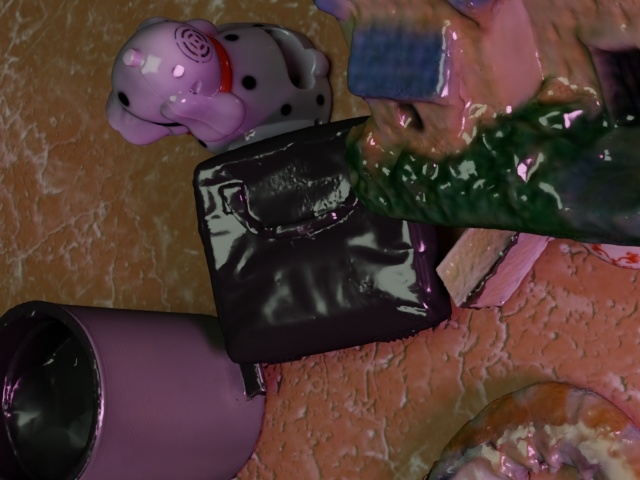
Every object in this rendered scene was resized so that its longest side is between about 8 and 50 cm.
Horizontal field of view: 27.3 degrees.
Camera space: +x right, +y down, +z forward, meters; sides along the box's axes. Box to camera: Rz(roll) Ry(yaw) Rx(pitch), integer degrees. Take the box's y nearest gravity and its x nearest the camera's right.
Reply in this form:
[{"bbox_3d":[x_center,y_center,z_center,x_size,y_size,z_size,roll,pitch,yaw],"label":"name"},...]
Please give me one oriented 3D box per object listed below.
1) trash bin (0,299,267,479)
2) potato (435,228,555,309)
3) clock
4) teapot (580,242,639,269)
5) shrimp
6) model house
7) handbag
[{"bbox_3d":[-0.227,0.183,1.493,0.277,0.262,0.217,-27,69,31],"label":"trash bin"},{"bbox_3d":[0.180,0.008,1.316,0.061,0.086,0.122,48,119,28],"label":"potato"},{"bbox_3d":[-0.131,-0.171,1.471,0.189,0.254,0.189,-2,87,41],"label":"clock"},{"bbox_3d":[0.307,-0.050,1.209,0.245,0.116,0.159,14,81,40],"label":"teapot"},{"bbox_3d":[0.234,0.232,1.261,0.287,0.068,0.185,20,95,34],"label":"shrimp"},{"bbox_3d":[0.204,-0.223,1.077,0.382,0.334,0.343,13,137,42],"label":"model house"},{"bbox_3d":[0.000,0.000,1.418,0.275,0.088,0.244,-14,88,30],"label":"handbag"}]
